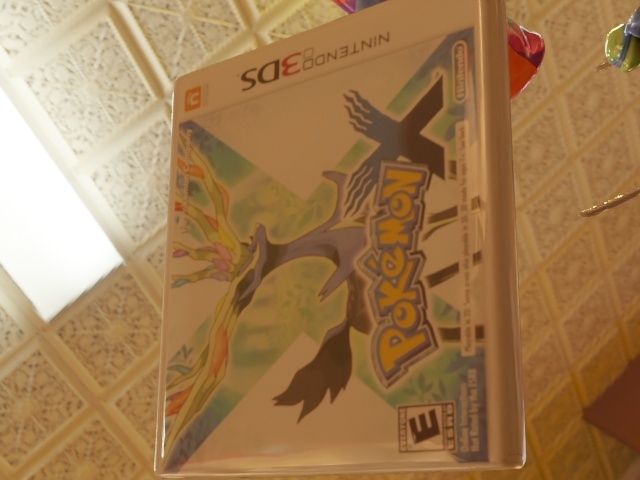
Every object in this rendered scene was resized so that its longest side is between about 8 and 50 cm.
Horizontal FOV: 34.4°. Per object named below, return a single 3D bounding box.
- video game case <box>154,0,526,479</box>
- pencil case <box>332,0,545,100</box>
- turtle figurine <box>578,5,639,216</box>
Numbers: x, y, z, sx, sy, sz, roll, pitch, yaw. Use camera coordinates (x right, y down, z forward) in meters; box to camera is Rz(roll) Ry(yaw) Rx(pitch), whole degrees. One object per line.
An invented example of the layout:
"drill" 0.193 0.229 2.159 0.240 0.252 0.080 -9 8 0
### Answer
"video game case" 0.000 0.000 0.738 0.036 0.299 0.329 18 -114 -49
"pencil case" 0.079 -0.204 0.855 0.236 0.104 0.104 41 -98 -20
"turtle figurine" 0.441 -0.171 1.158 0.198 0.266 0.275 -74 -11 -45
